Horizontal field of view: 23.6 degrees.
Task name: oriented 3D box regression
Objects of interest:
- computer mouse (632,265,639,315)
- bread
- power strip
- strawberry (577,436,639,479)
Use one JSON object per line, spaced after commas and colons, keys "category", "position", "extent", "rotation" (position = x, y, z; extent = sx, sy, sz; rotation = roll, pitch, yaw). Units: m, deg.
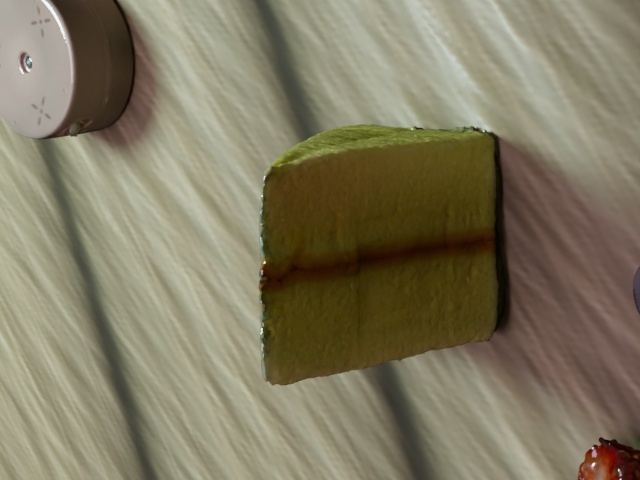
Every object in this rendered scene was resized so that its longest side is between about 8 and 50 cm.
{"category": "computer mouse", "position": [0.253, 0.035, 1.033], "extent": [0.096, 0.039, 0.066], "rotation": [-8, 95, 46]}
{"category": "bread", "position": [-0.002, 0.000, 1.130], "extent": [0.163, 0.264, 0.167], "rotation": [7, 100, 43]}
{"category": "power strip", "position": [-0.253, -0.172, 1.474], "extent": [0.154, 0.078, 0.154], "rotation": [13, 110, 40]}
{"category": "strawberry", "position": [0.232, 0.274, 1.084], "extent": [0.175, 0.107, 0.236], "rotation": [-105, 26, -62]}
